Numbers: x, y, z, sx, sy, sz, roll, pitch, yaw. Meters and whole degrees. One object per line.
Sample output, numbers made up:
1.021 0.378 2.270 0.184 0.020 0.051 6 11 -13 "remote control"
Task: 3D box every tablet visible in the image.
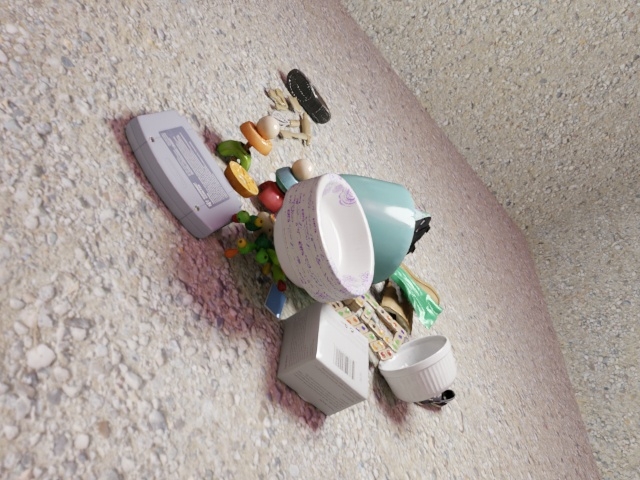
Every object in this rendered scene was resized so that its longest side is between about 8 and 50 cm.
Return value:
-0.106 0.143 1.401 0.054 0.006 0.083 48 30 -21 "tablet"

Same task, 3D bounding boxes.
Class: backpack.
0.214 -0.029 1.887 0.191 0.225 0.253 40 29 12 "backpack"

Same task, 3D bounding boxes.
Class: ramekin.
0.271 0.352 1.621 0.109 0.207 0.207 67 27 -4 "ramekin"

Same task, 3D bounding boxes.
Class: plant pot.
0.072 -0.047 1.610 0.235 0.293 0.293 15 47 -29 "plant pot"

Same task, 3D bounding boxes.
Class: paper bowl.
0.000 0.000 1.343 0.284 0.148 0.284 38 45 -52 "paper bowl"

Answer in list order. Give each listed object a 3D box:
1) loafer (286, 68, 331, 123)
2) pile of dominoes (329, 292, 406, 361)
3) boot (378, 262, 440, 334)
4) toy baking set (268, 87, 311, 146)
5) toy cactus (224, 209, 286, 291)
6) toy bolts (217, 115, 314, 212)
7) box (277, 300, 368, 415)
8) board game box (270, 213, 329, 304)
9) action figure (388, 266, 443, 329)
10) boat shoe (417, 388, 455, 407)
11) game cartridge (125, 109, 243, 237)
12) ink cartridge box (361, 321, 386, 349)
-0.044 -0.511 2.106 0.220 0.080 0.078 54 17 -21 "loafer"
0.141 0.211 1.655 0.251 0.040 0.196 45 30 -1 "pile of dominoes"
0.286 0.215 1.912 0.236 0.089 0.269 39 30 -11 "boot"
-0.099 -0.392 1.935 0.196 0.030 0.256 28 40 -41 "toy baking set"
-0.141 0.004 1.380 0.219 0.112 0.180 50 19 -31 "toy cactus"
-0.123 -0.186 1.500 0.228 0.158 0.218 44 17 -30 "toy bolts"
0.010 0.266 1.350 0.181 0.119 0.182 44 30 -27 "box"
-0.052 0.043 1.492 0.259 0.039 0.124 59 0 -5 "board game box"
0.269 0.156 1.814 0.232 0.063 0.137 50 33 0 "action figure"
0.333 0.450 1.767 0.206 0.065 0.075 28 40 -45 "boat shoe"
-0.300 -0.150 1.322 0.294 0.060 0.196 57 24 -3 "game cartridge"
0.163 0.278 1.694 0.115 0.029 0.063 37 34 -34 "ink cartridge box"
